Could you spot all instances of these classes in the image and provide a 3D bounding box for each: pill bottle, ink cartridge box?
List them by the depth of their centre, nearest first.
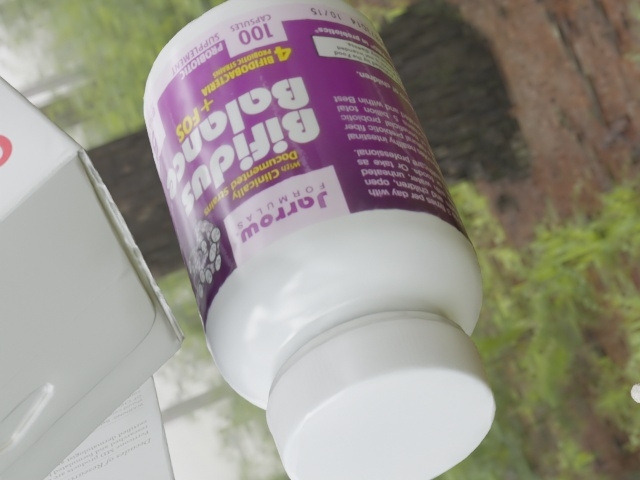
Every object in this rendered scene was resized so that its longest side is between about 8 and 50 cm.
[{"bbox_3d":[-0.238,-0.004,0.771,0.270,0.198,0.197,39,163,25],"label":"ink cartridge box"},{"bbox_3d":[0.000,0.000,1.016,0.169,0.169,0.301,88,166,-50],"label":"pill bottle"}]

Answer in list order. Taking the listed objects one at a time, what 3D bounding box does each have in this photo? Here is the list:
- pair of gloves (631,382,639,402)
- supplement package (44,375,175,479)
[{"bbox_3d":[0.410,0.167,1.467,0.204,0.240,0.042,132,160,-85],"label":"pair of gloves"},{"bbox_3d":[-0.200,0.123,1.028,0.177,0.175,0.293,57,163,32],"label":"supplement package"}]
